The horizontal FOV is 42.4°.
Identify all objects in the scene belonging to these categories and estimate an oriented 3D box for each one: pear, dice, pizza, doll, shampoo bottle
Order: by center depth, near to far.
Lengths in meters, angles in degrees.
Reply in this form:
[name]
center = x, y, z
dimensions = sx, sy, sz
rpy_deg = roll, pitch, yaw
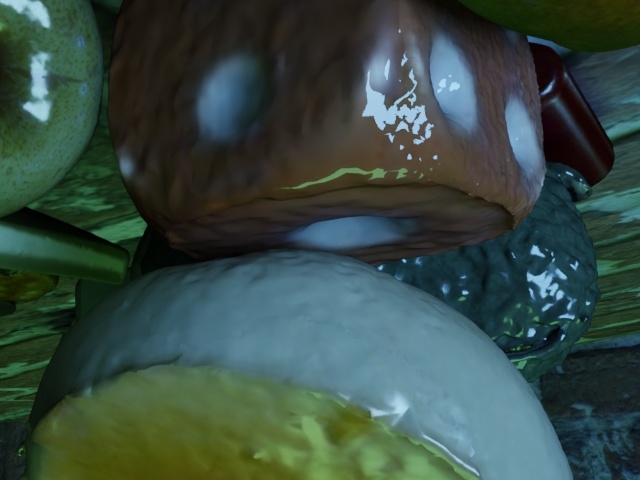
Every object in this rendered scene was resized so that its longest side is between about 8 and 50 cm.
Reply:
[pear]
center = -0.187, -0.081, 0.391
dimensions = 0.136, 0.167, 0.167
rpy_deg = 10, 175, 33
[dice]
center = 0.006, -0.085, 0.432
dimensions = 0.174, 0.179, 0.174
rpy_deg = -11, 164, 34
[shampoo bottle]
center = 0.154, -0.095, 0.639
dimensions = 0.102, 0.064, 0.260
rpy_deg = -11, 163, 27
[doll]
center = 0.034, 0.030, 0.642
dimensions = 0.349, 0.248, 0.247
rpy_deg = -8, 164, 23
[pizza]
center = -0.398, 0.045, 0.979
dimensions = 0.176, 0.036, 0.185
rpy_deg = -2, 165, -5

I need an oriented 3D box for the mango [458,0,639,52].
[mango]
center = 0.114, -0.150, 0.331
dimensions = 0.146, 0.129, 0.289
rpy_deg = -51, 155, 24

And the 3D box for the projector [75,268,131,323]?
[projector]
center = -0.186, 0.168, 1.079
dimensions = 0.259, 0.257, 0.079
rpy_deg = 3, 161, -27

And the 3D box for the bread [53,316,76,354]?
[bread]
center = -0.340, 0.197, 1.316
dimensions = 0.262, 0.163, 0.204
rpy_deg = -24, 170, -24

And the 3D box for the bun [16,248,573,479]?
[bun]
center = -0.012, 0.120, 0.467
dimensions = 0.298, 0.165, 0.299
rpy_deg = 7, 123, 11

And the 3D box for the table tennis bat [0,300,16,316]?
[table tennis bat]
center = -0.480, 0.081, 1.110
dimensions = 0.131, 0.022, 0.234
rpy_deg = 1, 165, -18

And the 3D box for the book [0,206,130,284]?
[book]
center = -0.316, -0.041, 0.517
dimensions = 0.239, 0.035, 0.352
rpy_deg = 20, -179, 27
